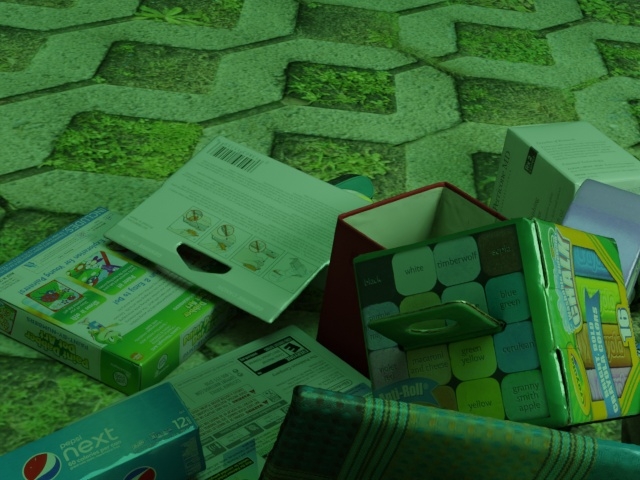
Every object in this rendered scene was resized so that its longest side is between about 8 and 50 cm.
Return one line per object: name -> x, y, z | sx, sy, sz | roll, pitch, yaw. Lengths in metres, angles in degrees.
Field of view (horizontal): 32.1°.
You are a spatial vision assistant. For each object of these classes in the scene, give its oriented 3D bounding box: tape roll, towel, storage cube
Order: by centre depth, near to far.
towel -> 0.130, 0.228, 0.945 | 0.370, 0.271, 0.040 | 12, 47, -8
tape roll -> 0.303, 0.072, 1.280 | 0.090, 0.274, 0.275 | 20, 32, 18
storage cube -> 0.132, 0.070, 1.316 | 0.215, 0.193, 0.184 | -18, 40, -39

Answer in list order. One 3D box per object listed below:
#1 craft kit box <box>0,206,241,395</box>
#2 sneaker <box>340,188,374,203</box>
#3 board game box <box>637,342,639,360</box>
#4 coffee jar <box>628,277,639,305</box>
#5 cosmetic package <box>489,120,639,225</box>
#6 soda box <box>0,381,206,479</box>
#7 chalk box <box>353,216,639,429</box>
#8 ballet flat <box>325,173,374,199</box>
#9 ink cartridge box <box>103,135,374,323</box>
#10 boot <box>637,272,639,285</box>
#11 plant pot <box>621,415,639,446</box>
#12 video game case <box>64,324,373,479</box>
craft kit box -> -0.246, 0.065, 1.355 | 0.247, 0.061, 0.250 | 20, 32, 21
sneaker -> 0.000, 0.000, 1.513 | 0.208, 0.081, 0.094 | -24, 44, -27
board game box -> 0.482, 0.188, 1.360 | 0.210, 0.047, 0.160 | 32, 37, 33
coffee jar -> 0.389, 0.058, 1.518 | 0.096, 0.079, 0.184 | 32, 37, 32
cosmetic package -> 0.371, -0.069, 1.654 | 0.151, 0.151, 0.183 | -7, 34, -25
soda box -> -0.218, 0.216, 1.044 | 0.210, 0.067, 0.071 | -22, 45, -21
chalk box -> 0.152, 0.088, 0.992 | 0.180, 0.179, 0.289 | -15, -12, 31
ballet flat -> -0.015, -0.048, 1.599 | 0.203, 0.074, 0.074 | -17, 40, -34
ink cartridge box -> -0.095, -0.007, 1.420 | 0.275, 0.060, 0.239 | 25, 52, 26
boot -> 0.545, 0.101, 1.453 | 0.236, 0.085, 0.178 | 16, 28, -27
plant pot -> 0.468, 0.230, 1.071 | 0.305, 0.333, 0.334 | -4, 31, 1
video game case -> -0.047, 0.224, 1.165 | 0.329, 0.036, 0.300 | -21, 42, -41
